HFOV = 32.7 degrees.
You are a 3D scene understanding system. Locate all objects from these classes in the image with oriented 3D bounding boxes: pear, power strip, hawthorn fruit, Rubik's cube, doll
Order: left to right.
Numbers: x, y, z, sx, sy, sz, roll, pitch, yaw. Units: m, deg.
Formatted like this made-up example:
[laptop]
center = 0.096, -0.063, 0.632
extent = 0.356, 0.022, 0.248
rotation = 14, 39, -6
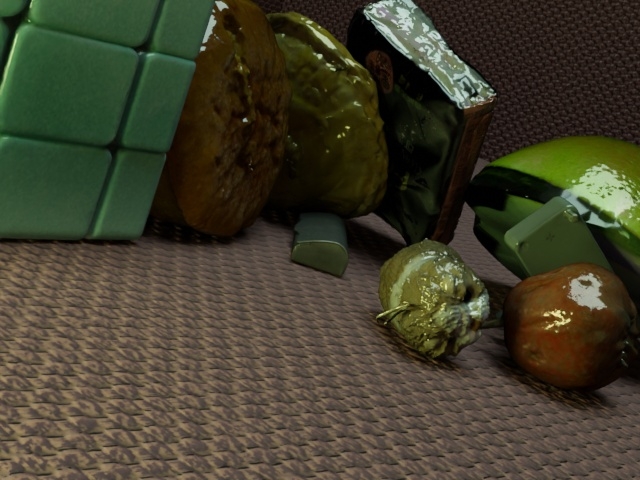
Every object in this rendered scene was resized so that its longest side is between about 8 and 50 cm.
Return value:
[Rubik's cube]
center = -0.344, -0.198, 1.095
extent = 0.319, 0.315, 0.322
rotation = 28, 16, 32
[doll]
center = 0.120, 0.054, 1.194
extent = 0.115, 0.105, 0.221
rotation = 12, 14, 0
[hawthorn fruit]
center = 0.258, 0.085, 1.192
extent = 0.189, 0.149, 0.149
rotation = 22, 12, 8
[power strip]
center = 0.283, 0.071, 1.293
extent = 0.215, 0.145, 0.061
rotation = 53, 3, -25
[pear]
center = 0.392, -0.021, 1.479
extent = 0.399, 0.165, 0.399
rotation = 33, -11, 7

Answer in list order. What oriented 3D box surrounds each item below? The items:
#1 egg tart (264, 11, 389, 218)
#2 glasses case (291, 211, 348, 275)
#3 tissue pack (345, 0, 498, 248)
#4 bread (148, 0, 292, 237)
[egg tart]
center = -0.055, -0.164, 1.555
extent = 0.153, 0.339, 0.351
rotation = -37, 91, -33
[glasses case]
center = 0.000, 0.000, 1.420
extent = 0.072, 0.042, 0.190
rotation = 11, 12, -2
[tissue pack]
center = 0.120, -0.150, 1.554
extent = 0.123, 0.332, 0.245
rotation = -25, 60, -26
[bread]
center = -0.147, -0.154, 1.323
extent = 0.172, 0.312, 0.312
rotation = 7, 7, 18
